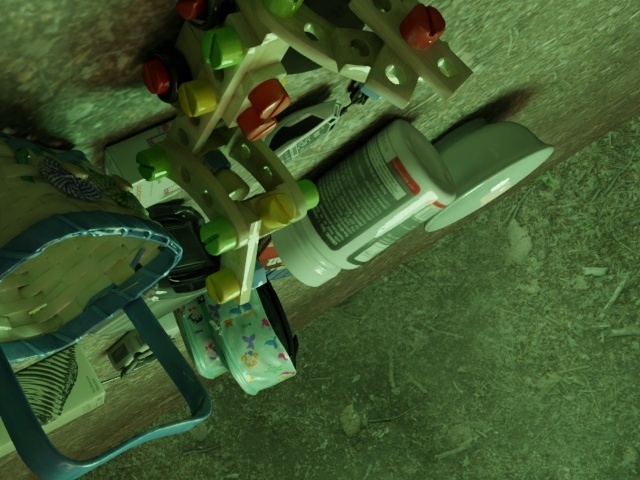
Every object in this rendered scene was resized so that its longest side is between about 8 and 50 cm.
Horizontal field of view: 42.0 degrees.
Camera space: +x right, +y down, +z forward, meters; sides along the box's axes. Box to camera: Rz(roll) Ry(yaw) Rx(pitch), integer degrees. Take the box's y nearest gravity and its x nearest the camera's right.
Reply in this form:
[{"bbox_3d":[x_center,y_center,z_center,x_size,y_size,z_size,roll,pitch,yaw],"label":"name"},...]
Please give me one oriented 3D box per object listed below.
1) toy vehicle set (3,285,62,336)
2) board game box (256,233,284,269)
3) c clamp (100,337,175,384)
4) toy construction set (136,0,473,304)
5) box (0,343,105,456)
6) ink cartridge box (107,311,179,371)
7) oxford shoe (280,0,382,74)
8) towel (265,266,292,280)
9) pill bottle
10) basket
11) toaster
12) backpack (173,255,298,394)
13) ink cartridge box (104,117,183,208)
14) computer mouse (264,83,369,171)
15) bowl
[{"bbox_3d":[-0.465,0.142,1.133,0.267,0.035,0.166,-29,169,-10],"label":"toy vehicle set"},{"bbox_3d":[-0.007,-0.006,1.619,0.281,0.027,0.145,-13,156,-36],"label":"board game box"},{"bbox_3d":[-0.356,0.240,1.647,0.137,0.022,0.161,-20,165,-41],"label":"c clamp"},{"bbox_3d":[-0.042,-0.104,0.692,0.151,0.215,0.328,-20,165,-49],"label":"toy construction set"},{"bbox_3d":[-0.530,0.298,1.474,0.275,0.113,0.094,-28,168,-24],"label":"box"},{"bbox_3d":[-0.300,0.180,1.726,0.232,0.066,0.189,-12,158,-49],"label":"ink cartridge box"},{"bbox_3d":[0.013,-0.218,0.743,0.212,0.076,0.076,-27,-145,42],"label":"oxford shoe"},{"bbox_3d":[0.000,0.000,1.785,0.285,0.034,0.209,-36,168,24],"label":"towel"},{"bbox_3d":[0.064,-0.055,1.363,0.283,0.161,0.161,-35,169,23],"label":"pill bottle"},{"bbox_3d":[-0.223,0.053,0.704,0.201,0.289,0.255,-34,170,11],"label":"basket"},{"bbox_3d":[-0.229,0.038,1.081,0.146,0.129,0.227,-32,172,26],"label":"toaster"},{"bbox_3d":[-0.145,0.145,1.445,0.191,0.253,0.225,-30,170,-6],"label":"backpack"},{"bbox_3d":[-0.164,-0.084,0.889,0.122,0.052,0.088,-26,169,-20],"label":"ink cartridge box"},{"bbox_3d":[-0.006,-0.156,1.040,0.193,0.042,0.106,-36,174,-5],"label":"computer mouse"},{"bbox_3d":[0.301,-0.151,1.659,0.298,0.134,0.298,-30,169,-7],"label":"bowl"}]
